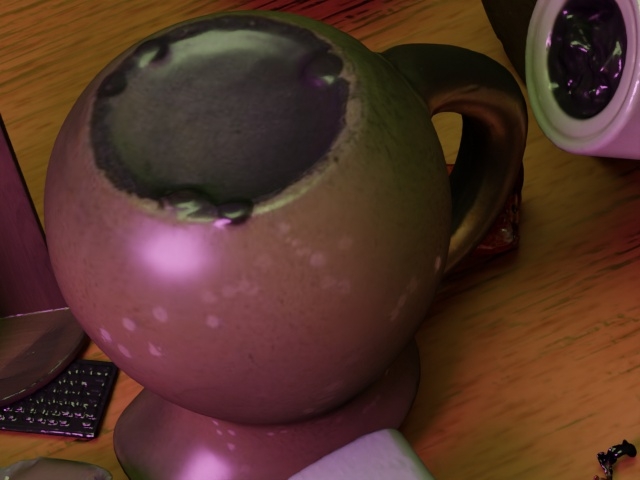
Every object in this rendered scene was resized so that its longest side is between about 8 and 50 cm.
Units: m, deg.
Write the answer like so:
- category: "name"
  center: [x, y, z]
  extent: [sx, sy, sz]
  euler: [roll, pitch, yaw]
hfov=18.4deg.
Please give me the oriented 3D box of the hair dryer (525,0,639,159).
- category: "hair dryer"
  center: [0.250, 0.005, 1.227]
  extent: [0.203, 0.128, 0.362]
  euler: [3, 78, -29]

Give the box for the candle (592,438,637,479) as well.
- category: "candle"
  center: [0.148, 0.186, 1.220]
  extent: [0.026, 0.021, 0.167]
  euler: [22, 62, 26]

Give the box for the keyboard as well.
- category: "keyboard"
  center: [-0.244, 0.104, 1.382]
  extent: [0.202, 0.011, 0.067]
  euler: [4, 53, 16]

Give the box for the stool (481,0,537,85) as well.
- category: "stool"
  center: [0.260, -0.207, 1.394]
  extent: [0.264, 0.179, 0.179]
  euler: [-30, 53, -10]

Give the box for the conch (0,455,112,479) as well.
- category: "conch"
  center: [-0.234, 0.200, 1.243]
  extent: [0.181, 0.124, 0.187]
  euler: [21, 32, 39]

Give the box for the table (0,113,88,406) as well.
- category: "table"
  center: [-0.259, -0.015, 1.330]
  extent: [0.167, 0.226, 0.167]
  euler: [-6, 47, 6]

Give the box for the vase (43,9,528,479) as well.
- category: "vase"
  center: [0.000, 0.000, 1.230]
  extent: [0.329, 0.302, 0.241]
  euler: [-32, 52, -18]

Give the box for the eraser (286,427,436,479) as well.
- category: "eraser"
  center: [0.049, 0.267, 1.130]
  extent: [0.189, 0.104, 0.290]
  euler: [-39, 53, 0]

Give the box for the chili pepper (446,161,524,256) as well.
- category: "chili pepper"
  center: [0.079, -0.025, 1.369]
  extent: [0.123, 0.073, 0.070]
  euler: [1, 13, 12]
